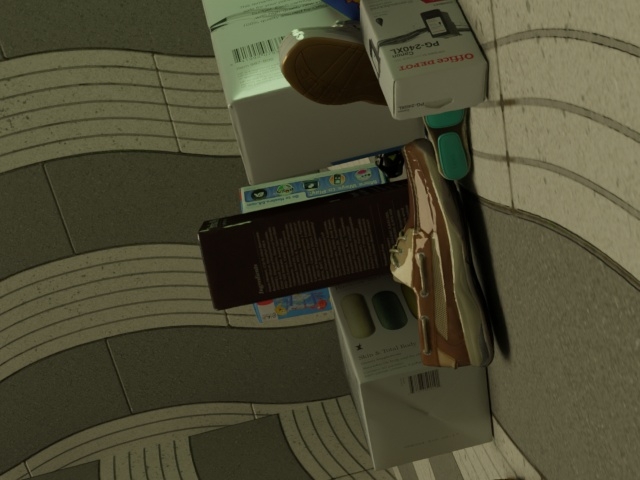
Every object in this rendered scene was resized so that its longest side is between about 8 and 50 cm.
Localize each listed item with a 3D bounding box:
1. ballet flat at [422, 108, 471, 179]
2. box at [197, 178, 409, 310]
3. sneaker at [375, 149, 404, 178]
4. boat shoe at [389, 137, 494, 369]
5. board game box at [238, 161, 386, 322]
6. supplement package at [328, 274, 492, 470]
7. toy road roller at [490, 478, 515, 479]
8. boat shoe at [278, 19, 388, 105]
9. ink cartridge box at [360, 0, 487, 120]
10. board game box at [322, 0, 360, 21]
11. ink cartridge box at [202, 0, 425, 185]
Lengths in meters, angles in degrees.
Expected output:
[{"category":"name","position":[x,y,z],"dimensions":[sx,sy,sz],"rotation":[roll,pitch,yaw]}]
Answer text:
[{"category":"ballet flat","position":[0.156,-0.151,1.211],"dimensions":[0.052,0.057,0.168],"rotation":[-93,-6,-50]},{"category":"box","position":[0.000,0.000,1.585],"dimensions":[0.191,0.382,0.143],"rotation":[-129,26,-82]},{"category":"sneaker","position":[0.118,-0.169,1.688],"dimensions":[0.170,0.063,0.074],"rotation":[72,-178,-56]},{"category":"boat shoe","position":[0.148,0.025,1.314],"dimensions":[0.123,0.117,0.324],"rotation":[-19,-85,-76]},{"category":"board game box","position":[0.003,-0.002,1.959],"dimensions":[0.086,0.309,0.301],"rotation":[78,-178,-49]},{"category":"supplement package","position":[0.143,0.200,1.603],"dimensions":[0.262,0.199,0.198],"rotation":[-109,6,-56]},{"category":"toy road roller","position":[0.202,0.464,1.371],"dimensions":[0.329,0.241,0.202],"rotation":[90,166,-76]},{"category":"boat shoe","position":[0.036,-0.236,1.242],"dimensions":[0.277,0.098,0.096],"rotation":[2,-129,-51]},{"category":"ink cartridge box","position":[0.116,-0.218,1.104],"dimensions":[0.063,0.109,0.150],"rotation":[85,171,-51]},{"category":"board game box","position":[0.012,-0.462,1.241],"dimensions":[0.233,0.078,0.346],"rotation":[11,-118,-62]},{"category":"ink cartridge box","position":[-0.022,-0.295,1.567],"dimensions":[0.394,0.286,0.166],"rotation":[-107,4,-48]}]
